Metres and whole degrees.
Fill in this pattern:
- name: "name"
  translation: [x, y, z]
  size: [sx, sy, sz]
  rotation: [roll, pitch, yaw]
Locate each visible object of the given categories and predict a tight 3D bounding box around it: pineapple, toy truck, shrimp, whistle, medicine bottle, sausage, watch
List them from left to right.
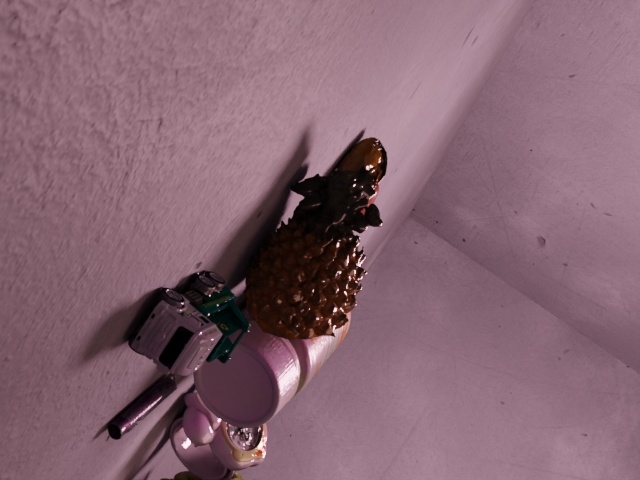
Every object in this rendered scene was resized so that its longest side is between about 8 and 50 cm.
- name: "whistle"
  translation: [-0.307, 0.288, 1.205]
  size: [0.033, 0.033, 0.176]
  rotation: [-60, 169, 30]
- name: "toy truck"
  translation: [-0.177, 0.128, 1.016]
  size: [0.110, 0.116, 0.216]
  rotation: [-56, 171, 11]
- name: "watch"
  translation: [-0.266, 0.454, 1.630]
  size: [0.217, 0.248, 0.211]
  rotation: [-29, -170, 35]
- name: "medicine bottle"
  translation: [-0.095, 0.223, 1.500]
  size: [0.219, 0.219, 0.388]
  rotation: [-60, 169, 28]
- name: "pineapple"
  translation: [-0.001, -0.001, 1.267]
  size: [0.223, 0.222, 0.357]
  rotation: [-38, 152, -63]
- name: "shrimp"
  translation: [0.069, -0.111, 1.470]
  size: [0.066, 0.117, 0.262]
  rotation: [10, -122, 54]
- name: "sausage"
  translation: [0.116, -0.112, 1.880]
  size: [0.062, 0.062, 0.154]
  rotation: [-49, 170, -35]

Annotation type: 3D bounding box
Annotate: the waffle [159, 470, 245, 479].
- name: "waffle"
  translation: [-0.336, 0.630, 1.683]
  size: [0.309, 0.056, 0.292]
  rotation: [-12, -179, -8]
